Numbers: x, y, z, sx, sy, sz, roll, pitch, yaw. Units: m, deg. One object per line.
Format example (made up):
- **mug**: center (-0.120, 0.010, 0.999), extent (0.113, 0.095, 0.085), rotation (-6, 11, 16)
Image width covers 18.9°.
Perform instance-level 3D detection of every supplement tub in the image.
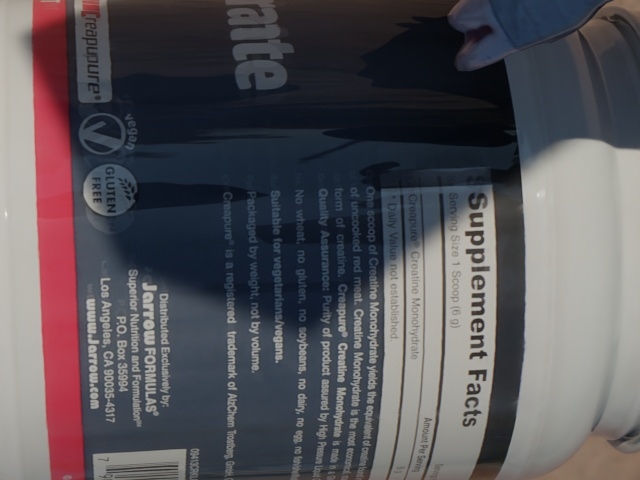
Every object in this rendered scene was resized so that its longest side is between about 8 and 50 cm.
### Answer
- **supplement tub**: center (0.000, 0.000, 0.723), extent (0.272, 0.191, 0.191), rotation (-2, 126, -7)

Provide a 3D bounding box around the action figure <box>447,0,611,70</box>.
- **action figure**: center (0.179, -0.117, 0.618), extent (0.275, 0.370, 0.248), rotation (-36, 157, 11)
